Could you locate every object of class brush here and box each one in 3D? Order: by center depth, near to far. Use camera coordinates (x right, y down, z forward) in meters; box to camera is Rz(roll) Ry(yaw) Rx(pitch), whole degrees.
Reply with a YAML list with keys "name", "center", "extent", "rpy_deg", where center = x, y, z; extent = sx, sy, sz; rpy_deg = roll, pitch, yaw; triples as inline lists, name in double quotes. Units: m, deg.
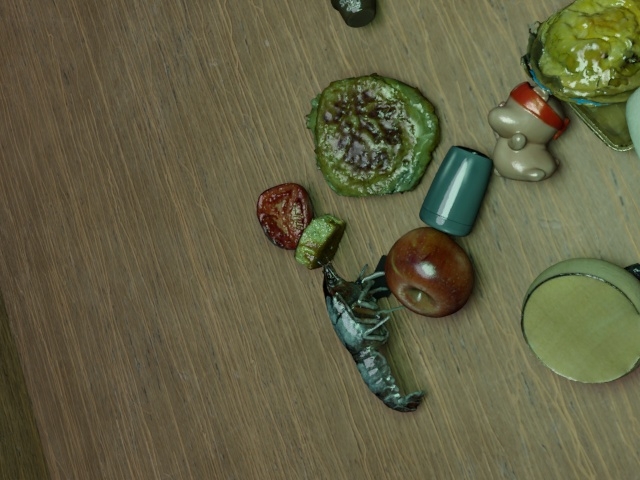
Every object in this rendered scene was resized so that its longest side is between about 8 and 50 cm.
- name: "brush"
  center: [0.140, 0.128, 1.648]
  extent: [0.063, 0.016, 0.193]
  rpy_deg: [34, 110, 28]

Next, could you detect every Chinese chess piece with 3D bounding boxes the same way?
- name: "Chinese chess piece"
  center: [0.519, 0.157, 1.316]
  extent: [0.250, 0.103, 0.250]
  rpy_deg: [14, 114, 34]

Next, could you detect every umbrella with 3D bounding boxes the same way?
- name: "umbrella"
  center: [0.591, 0.073, 1.325]
  extent: [0.144, 0.037, 0.040]
  rpy_deg: [-26, 65, 36]

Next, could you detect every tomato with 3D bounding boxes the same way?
- name: "tomato"
  center: [-0.078, -0.058, 1.744]
  extent: [0.166, 0.082, 0.174]
  rpy_deg: [-16, 81, 33]

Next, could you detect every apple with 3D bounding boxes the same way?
- name: "apple"
  center: [0.242, 0.066, 1.479]
  extent: [0.201, 0.162, 0.201]
  rpy_deg: [24, 146, 18]

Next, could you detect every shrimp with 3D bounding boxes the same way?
- name: "shrimp"
  center: [0.114, 0.213, 1.577]
  extent: [0.221, 0.166, 0.410]
  rpy_deg: [-34, 71, 60]

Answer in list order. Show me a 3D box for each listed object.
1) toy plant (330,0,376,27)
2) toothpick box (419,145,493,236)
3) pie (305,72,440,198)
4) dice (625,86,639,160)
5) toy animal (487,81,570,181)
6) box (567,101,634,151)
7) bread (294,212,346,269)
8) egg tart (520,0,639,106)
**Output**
- name: "toy plant"
  center: [0.078, -0.606, 1.598]
  extent: [0.143, 0.105, 0.200]
  rpy_deg: [-22, 69, 25]
- name: "toothpick box"
  center: [0.299, -0.111, 1.466]
  extent: [0.120, 0.120, 0.184]
  rpy_deg: [27, 104, 30]
- name: "pie"
  center: [0.109, -0.248, 1.596]
  extent: [0.354, 0.103, 0.288]
  rpy_deg: [2, 100, 32]
- name: "dice"
  center: [0.636, -0.165, 0.950]
  extent: [0.304, 0.304, 0.277]
  rpy_deg: [-29, 80, 36]
- name: "toy animal"
  center: [0.415, -0.219, 1.358]
  extent: [0.171, 0.171, 0.198]
  rpy_deg: [9, 100, 33]
- name: "box"
  center: [0.559, -0.255, 1.288]
  extent: [0.111, 0.111, 0.177]
  rpy_deg: [-47, 68, 27]
- name: "bread"
  center: [0.000, 0.000, 1.662]
  extent: [0.069, 0.140, 0.128]
  rpy_deg: [29, 114, 21]
- name: "egg tart"
  center: [0.516, -0.374, 1.241]
  extent: [0.291, 0.107, 0.291]
  rpy_deg: [-7, 58, 11]
